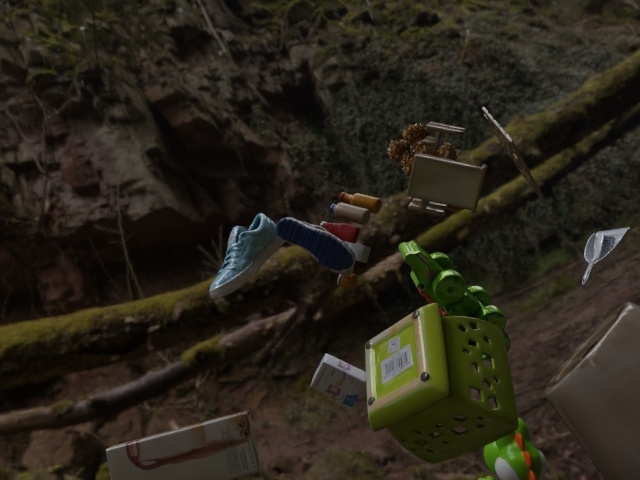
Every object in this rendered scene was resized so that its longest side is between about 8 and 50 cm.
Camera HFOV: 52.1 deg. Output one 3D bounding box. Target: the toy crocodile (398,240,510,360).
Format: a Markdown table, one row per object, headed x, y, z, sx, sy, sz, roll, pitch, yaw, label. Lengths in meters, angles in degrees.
| x | y | z | sx | sy | sz | roll | pitch | yaw | label |
| --- | --- | --- | --- | --- | --- | --- | --- | --- | --- |
| 0.279 | 0.123 | 1.354 | 0.340 | 0.115 | 0.105 | 40 | -77 | -24 | toy crocodile |

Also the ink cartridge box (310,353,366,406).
| x | y | z | sx | sy | sz | roll | pitch | yaw | label |
| --- | --- | --- | --- | --- | --- | --- | --- | --- | --- |
| 0.047 | 0.359 | 1.684 | 0.088 | 0.122 | 0.052 | -65 | -3 | 21 | ink cartridge box |

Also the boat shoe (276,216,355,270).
| x | y | z | sx | sy | sz | roll | pitch | yaw | label |
| --- | --- | --- | --- | --- | --- | --- | --- | --- | --- |
| 0.000 | 0.000 | 1.350 | 0.066 | 0.183 | 0.066 | -64 | -18 | 18 | boat shoe |

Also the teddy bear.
| x | y | z | sx | sy | sz | roll | pitch | yaw | label |
| --- | --- | --- | --- | --- | --- | --- | --- | --- | --- |
| 0.364 | -0.228 | 2.164 | 0.245 | 0.338 | 0.113 | -25 | 7 | 32 | teddy bear |

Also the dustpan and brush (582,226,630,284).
| x | y | z | sx | sy | sz | roll | pitch | yaw | label |
| --- | --- | --- | --- | --- | --- | --- | --- | --- | --- |
| 0.865 | 0.050 | 2.037 | 0.060 | 0.211 | 0.147 | 25 | -13 | -16 | dustpan and brush |

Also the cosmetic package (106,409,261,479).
| x | y | z | sx | sy | sz | roll | pitch | yaw | label |
| --- | --- | --- | --- | --- | --- | --- | --- | --- | --- |
| -0.283 | 0.462 | 1.395 | 0.296 | 0.129 | 0.153 | -14 | -11 | -8 | cosmetic package |

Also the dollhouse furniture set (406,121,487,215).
| x | y | z | sx | sy | sz | roll | pitch | yaw | label |
| --- | --- | --- | --- | --- | --- | --- | --- | --- | --- |
| 0.312 | -0.159 | 1.581 | 0.161 | 0.212 | 0.242 | 14 | 18 | 12 | dollhouse furniture set |

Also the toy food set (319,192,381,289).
| x | y | z | sx | sy | sz | roll | pitch | yaw | label |
| --- | --- | --- | --- | --- | --- | --- | --- | --- | --- |
| 0.056 | -0.006 | 1.579 | 0.105 | 0.232 | 0.111 | 17 | 2 | 28 | toy food set |

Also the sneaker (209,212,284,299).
| x | y | z | sx | sy | sz | roll | pitch | yaw | label |
| --- | --- | --- | --- | --- | --- | --- | --- | --- | --- |
| -0.262 | 0.042 | 2.096 | 0.135 | 0.150 | 0.366 | -27 | 15 | 41 | sneaker |

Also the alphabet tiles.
| x | y | z | sx | sy | sz | roll | pitch | yaw | label |
| --- | --- | --- | --- | --- | --- | --- | --- | --- | --- |
| 0.451 | -0.211 | 1.548 | 0.009 | 0.237 | 0.198 | -32 | -59 | 14 | alphabet tiles |

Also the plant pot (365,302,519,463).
| x | y | z | sx | sy | sz | roll | pitch | yaw | label |
| --- | --- | --- | --- | --- | --- | --- | --- | --- | --- |
| 0.214 | 0.267 | 1.256 | 0.207 | 0.227 | 0.228 | 29 | -48 | -27 | plant pot |

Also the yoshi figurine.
| x | y | z | sx | sy | sz | roll | pitch | yaw | label |
| --- | --- | --- | --- | --- | --- | --- | --- | --- | --- |
| 0.483 | 0.606 | 1.557 | 0.204 | 0.362 | 0.203 | 3 | -20 | -41 | yoshi figurine |

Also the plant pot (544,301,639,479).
| x | y | z | sx | sy | sz | roll | pitch | yaw | label |
| --- | --- | --- | --- | --- | --- | --- | --- | --- | --- |
| 0.494 | 0.249 | 0.938 | 0.323 | 0.280 | 0.323 | -44 | -17 | -17 | plant pot |
